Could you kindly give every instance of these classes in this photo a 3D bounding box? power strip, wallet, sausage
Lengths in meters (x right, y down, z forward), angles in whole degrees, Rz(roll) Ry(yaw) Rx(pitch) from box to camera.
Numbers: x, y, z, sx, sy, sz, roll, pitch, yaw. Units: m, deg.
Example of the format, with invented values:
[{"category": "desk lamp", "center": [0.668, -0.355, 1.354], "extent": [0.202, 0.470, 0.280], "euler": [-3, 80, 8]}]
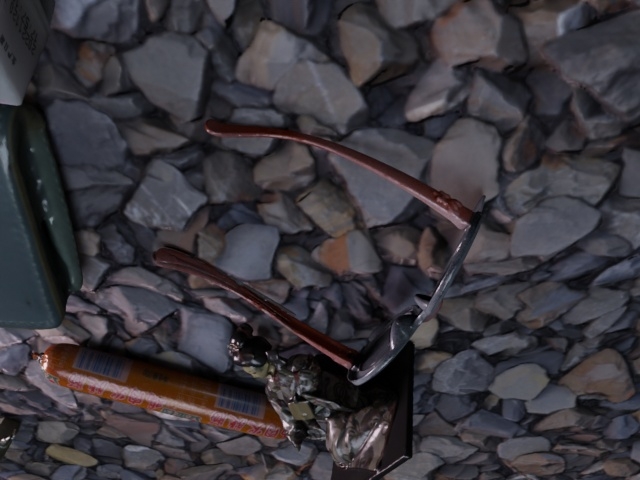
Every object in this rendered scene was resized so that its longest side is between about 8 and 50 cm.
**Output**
[{"category": "power strip", "center": [-0.488, 0.320, 0.867], "extent": [0.029, 0.080, 0.227], "euler": [37, 123, -21]}, {"category": "wallet", "center": [-0.415, -0.017, 0.560], "extent": [0.359, 0.083, 0.252], "euler": [3, 127, 2]}, {"category": "sausage", "center": [-0.175, 0.188, 0.752], "extent": [0.347, 0.053, 0.053], "euler": [18, 130, -14]}]

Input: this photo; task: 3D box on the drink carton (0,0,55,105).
[{"category": "drink carton", "center": [-0.343, -0.173, 0.370], "extent": [0.314, 0.107, 0.131], "euler": [7, 159, -4]}]

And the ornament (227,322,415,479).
[{"category": "ornament", "center": [-0.022, 0.171, 0.683], "extent": [0.196, 0.153, 0.166], "euler": [30, 126, -11]}]

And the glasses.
[{"category": "glasses", "center": [0.000, 0.000, 0.588], "extent": [0.268, 0.118, 0.234], "euler": [33, 130, 0]}]
